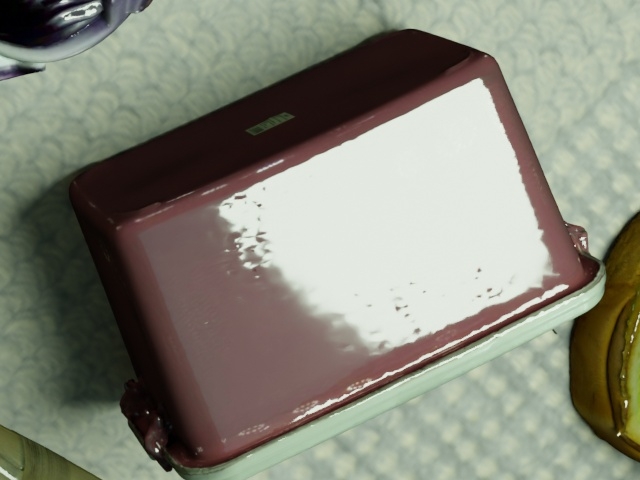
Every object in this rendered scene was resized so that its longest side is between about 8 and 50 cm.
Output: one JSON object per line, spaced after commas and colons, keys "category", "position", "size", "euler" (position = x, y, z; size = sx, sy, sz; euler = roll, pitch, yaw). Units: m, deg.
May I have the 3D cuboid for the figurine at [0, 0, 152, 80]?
{"category": "figurine", "position": [-0.152, -0.170, 1.103], "size": [0.222, 0.145, 0.145], "euler": [-31, 117, -20]}

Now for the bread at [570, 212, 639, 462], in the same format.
{"category": "bread", "position": [0.287, 0.065, 1.377], "size": [0.236, 0.070, 0.236], "euler": [-8, 112, -19]}

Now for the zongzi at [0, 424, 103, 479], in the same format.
{"category": "zongzi", "position": [-0.225, 0.205, 1.211], "size": [0.194, 0.099, 0.197], "euler": [28, 97, -18]}

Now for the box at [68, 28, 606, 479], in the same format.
{"category": "box", "position": [0.000, 0.000, 1.180], "size": [0.294, 0.193, 0.167], "euler": [-25, 110, -11]}
